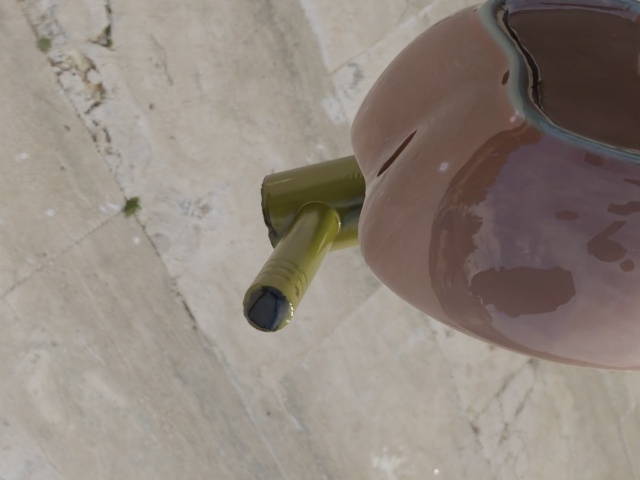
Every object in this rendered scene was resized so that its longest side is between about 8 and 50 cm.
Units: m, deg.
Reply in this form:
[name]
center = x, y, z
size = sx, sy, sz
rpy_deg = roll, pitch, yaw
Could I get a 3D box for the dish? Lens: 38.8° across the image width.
[dish]
center = 0.118, -0.049, 0.421
size = 0.213, 0.213, 0.090
rpy_deg = -25, 145, -32

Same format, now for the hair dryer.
[hair dryer]
center = 0.000, 0.000, 0.800
size = 0.279, 0.134, 0.090
rpy_deg = -61, 137, -65
